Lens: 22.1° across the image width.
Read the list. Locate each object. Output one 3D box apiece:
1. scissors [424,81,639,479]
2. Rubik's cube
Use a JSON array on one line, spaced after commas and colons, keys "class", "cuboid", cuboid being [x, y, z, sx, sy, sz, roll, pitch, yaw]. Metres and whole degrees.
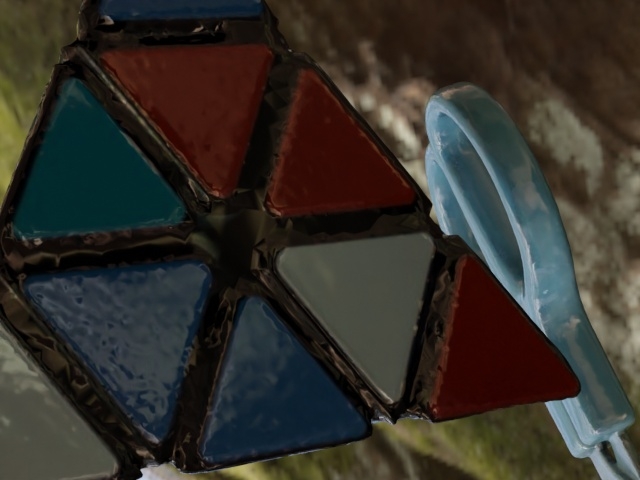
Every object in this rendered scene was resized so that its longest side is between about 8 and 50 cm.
[{"class": "scissors", "cuboid": [0.157, 0.128, 0.819, 0.029, 0.192, 0.447, -24, -106, -7]}, {"class": "Rubik's cube", "cuboid": [0.000, 0.000, 0.664, 0.234, 0.250, 0.284, 15, 179, 1]}]
